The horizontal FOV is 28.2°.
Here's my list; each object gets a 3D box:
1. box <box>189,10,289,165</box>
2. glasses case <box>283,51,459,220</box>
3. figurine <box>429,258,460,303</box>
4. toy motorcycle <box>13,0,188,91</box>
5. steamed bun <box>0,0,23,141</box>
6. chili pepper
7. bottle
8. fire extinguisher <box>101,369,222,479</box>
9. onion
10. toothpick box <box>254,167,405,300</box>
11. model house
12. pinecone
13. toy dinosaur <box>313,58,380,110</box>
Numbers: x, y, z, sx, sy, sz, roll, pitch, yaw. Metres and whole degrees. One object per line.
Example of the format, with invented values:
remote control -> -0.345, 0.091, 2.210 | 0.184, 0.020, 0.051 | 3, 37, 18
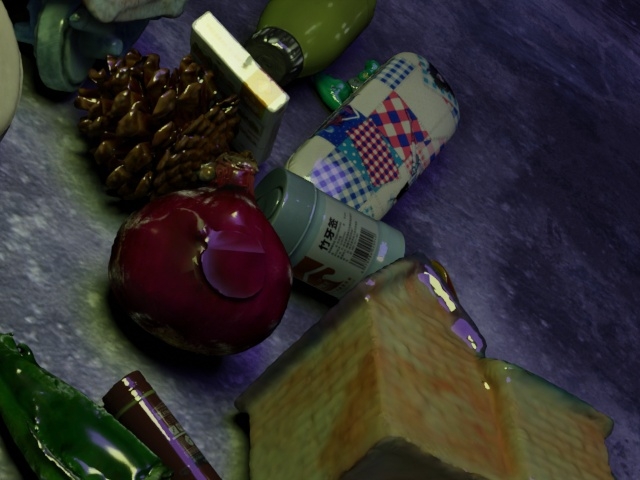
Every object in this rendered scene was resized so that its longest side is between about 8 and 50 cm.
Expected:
box -> -0.091, -0.151, 1.339 | 0.032, 0.220, 0.122 | -42, 87, -13
glasses case -> 0.067, -0.116, 1.517 | 0.125, 0.076, 0.327 | 49, 46, -7
figurine -> 0.077, 0.072, 1.305 | 0.098, 0.154, 0.082 | 16, 39, -28
toy motorcycle -> -0.212, -0.305, 1.332 | 0.182, 0.241, 0.319 | 32, 36, -6
steamed bun -> -0.374, -0.154, 1.088 | 0.232, 0.145, 0.232 | 38, 44, -48
chili pepper -> -0.203, 0.161, 1.029 | 0.216, 0.062, 0.108 | 54, 30, 13
bottle -> -0.018, -0.265, 1.583 | 0.112, 0.112, 0.260 | 42, 36, -4
fire extinguisher -> -0.126, 0.186, 1.093 | 0.158, 0.043, 0.064 | 52, -6, 9
onion -> -0.095, 0.005, 1.161 | 0.173, 0.135, 0.198 | 20, 82, -23
toothpick box -> 0.000, 0.000, 1.348 | 0.153, 0.101, 0.101 | 27, 39, -23
model house -> 0.098, 0.179, 1.169 | 0.312, 0.245, 0.280 | 28, 31, -25
pinecone -> -0.164, -0.114, 1.258 | 0.173, 0.173, 0.173 | 26, 40, -24
toy dinosaur -> 0.055, -0.177, 1.625 | 0.132, 0.059, 0.096 | 45, 48, 8
